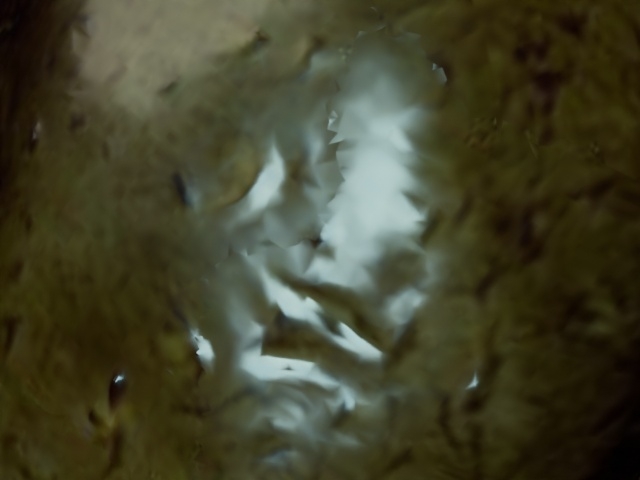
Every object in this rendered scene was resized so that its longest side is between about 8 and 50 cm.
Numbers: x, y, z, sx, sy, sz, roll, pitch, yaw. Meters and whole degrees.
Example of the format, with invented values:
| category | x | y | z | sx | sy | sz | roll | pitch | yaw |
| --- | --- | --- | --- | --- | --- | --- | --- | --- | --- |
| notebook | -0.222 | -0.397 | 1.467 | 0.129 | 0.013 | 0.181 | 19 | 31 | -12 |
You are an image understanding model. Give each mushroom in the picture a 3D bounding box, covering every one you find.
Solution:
| category | x | y | z | sx | sy | sz | roll | pitch | yaw |
| --- | --- | --- | --- | --- | --- | --- | --- | --- | --- |
| mushroom | -0.021 | -0.006 | 0.567 | 0.239 | 0.345 | 0.345 | -2 | -4 | -15 |
